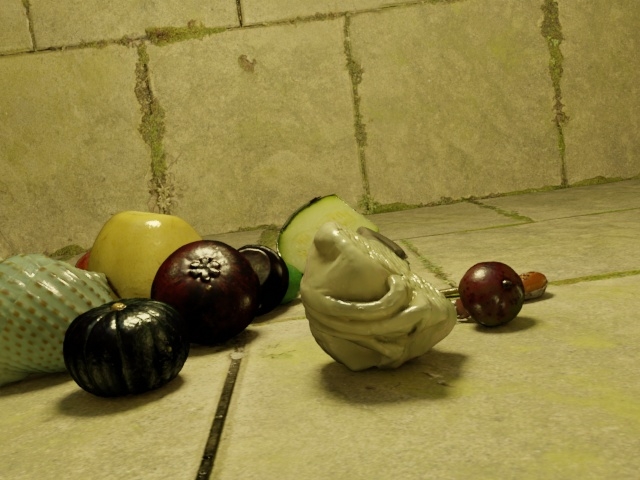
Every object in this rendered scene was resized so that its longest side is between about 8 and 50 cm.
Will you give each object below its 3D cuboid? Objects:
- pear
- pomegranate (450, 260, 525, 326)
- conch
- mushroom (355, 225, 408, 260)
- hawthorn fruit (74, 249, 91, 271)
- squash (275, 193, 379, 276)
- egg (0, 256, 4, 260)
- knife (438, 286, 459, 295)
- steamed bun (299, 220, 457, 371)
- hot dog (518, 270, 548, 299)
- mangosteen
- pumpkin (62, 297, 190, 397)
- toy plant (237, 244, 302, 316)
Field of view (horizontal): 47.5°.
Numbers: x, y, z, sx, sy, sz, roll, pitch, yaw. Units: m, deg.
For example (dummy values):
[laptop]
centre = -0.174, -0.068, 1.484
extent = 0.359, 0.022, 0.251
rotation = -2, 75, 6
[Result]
[pear]
centre = -0.410, 0.071, 1.769
extent = 0.309, 0.309, 0.309
rotation = -7, 8, 1
[pomegranate]
centre = 0.320, 0.103, 1.428
extent = 0.129, 0.129, 0.159
rotation = -14, 10, -40
[conch]
centre = -0.585, 0.143, 1.469
extent = 0.303, 0.215, 0.319
rotation = 38, 39, 15
[mushroom]
centre = 0.136, 0.058, 1.901
extent = 0.137, 0.154, 0.407
rotation = -46, 3, 15
[hawthorn fruit]
centre = -0.669, 0.099, 2.257
extent = 0.173, 0.172, 0.173
rotation = -7, 8, 1
[squash]
centre = 0.000, 0.000, 2.118
extent = 0.234, 0.210, 0.309
rotation = 41, 18, 13
[egg]
centre = -0.815, 0.169, 1.767
extent = 0.271, 0.162, 0.206
rotation = -52, -15, 20
[knife]
centre = 0.231, 0.130, 1.717
extent = 0.298, 0.017, 0.047
rotation = -10, 7, 12
[steamed bun]
centre = 0.068, 0.117, 1.249
extent = 0.268, 0.207, 0.280
rotation = 40, 9, 24
[hot dog]
centre = 0.405, 0.106, 1.587
extent = 0.191, 0.059, 0.108
rotation = -12, 4, -16
[mangosteen]
centre = -0.250, 0.133, 1.588
extent = 0.236, 0.235, 0.261
rotation = -10, -34, -17
[pumpkin]
centre = -0.347, 0.190, 1.307
extent = 0.221, 0.161, 0.220
rotation = -10, 12, 2
[toy plant]
centre = -0.154, 0.103, 1.788
extent = 0.218, 0.175, 0.235
rotation = -14, -18, -1
